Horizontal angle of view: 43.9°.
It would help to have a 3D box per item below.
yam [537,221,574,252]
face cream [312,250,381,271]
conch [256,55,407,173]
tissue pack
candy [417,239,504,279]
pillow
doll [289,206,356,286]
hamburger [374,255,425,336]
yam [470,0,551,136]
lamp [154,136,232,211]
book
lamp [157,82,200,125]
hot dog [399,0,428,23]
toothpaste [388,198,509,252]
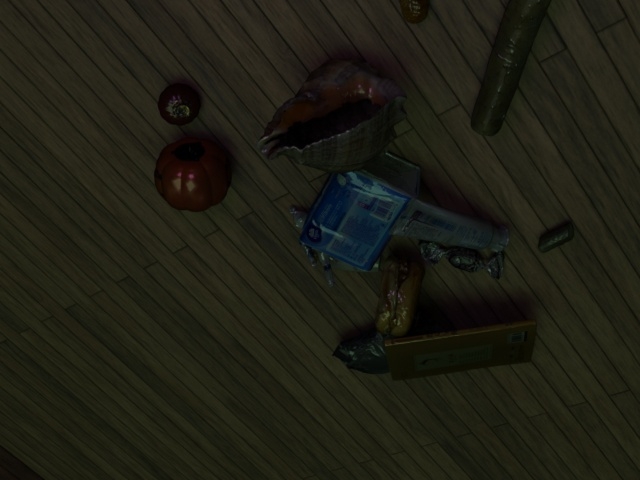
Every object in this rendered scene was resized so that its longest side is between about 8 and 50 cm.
[{"bbox_3d":[0.564,-0.006,1.898,0.094,0.043,0.043,-29,117,34],"label":"yam"},{"bbox_3d":[0.066,0.045,2.072,0.182,0.051,0.072,10,120,9],"label":"face cream"},{"bbox_3d":[0.044,-0.232,1.658,0.297,0.352,0.210,11,143,49],"label":"conch"},{"bbox_3d":[0.094,-0.084,1.895,0.198,0.146,0.263,24,131,-7],"label":"tissue pack"},{"bbox_3d":[0.353,0.041,1.991,0.226,0.051,0.094,16,128,3],"label":"candy"},{"bbox_3d":[0.188,0.291,2.215,0.335,0.093,0.161,-29,117,33],"label":"pillow"},{"bbox_3d":[0.000,0.000,2.027,0.114,0.057,0.227,-36,91,2],"label":"doll"},{"bbox_3d":[0.197,0.142,2.018,0.108,0.214,0.214,15,131,9],"label":"hamburger"},{"bbox_3d":[0.385,-0.380,1.614,0.083,0.083,0.372,16,133,2],"label":"yam"},{"bbox_3d":[-0.308,-0.153,1.928,0.187,0.188,0.164,9,135,8],"label":"lamp"},{"bbox_3d":[0.367,0.293,2.092,0.388,0.032,0.269,-8,150,4],"label":"book"},{"bbox_3d":[-0.331,-0.318,1.859,0.101,0.090,0.101,-10,121,-18],"label":"lamp"},{"bbox_3d":[0.181,-0.530,1.567,0.066,0.047,0.216,7,130,13],"label":"hot dog"},{"bbox_3d":[0.307,-0.030,1.858,0.299,0.073,0.114,12,132,-26],"label":"toothpaste"}]
